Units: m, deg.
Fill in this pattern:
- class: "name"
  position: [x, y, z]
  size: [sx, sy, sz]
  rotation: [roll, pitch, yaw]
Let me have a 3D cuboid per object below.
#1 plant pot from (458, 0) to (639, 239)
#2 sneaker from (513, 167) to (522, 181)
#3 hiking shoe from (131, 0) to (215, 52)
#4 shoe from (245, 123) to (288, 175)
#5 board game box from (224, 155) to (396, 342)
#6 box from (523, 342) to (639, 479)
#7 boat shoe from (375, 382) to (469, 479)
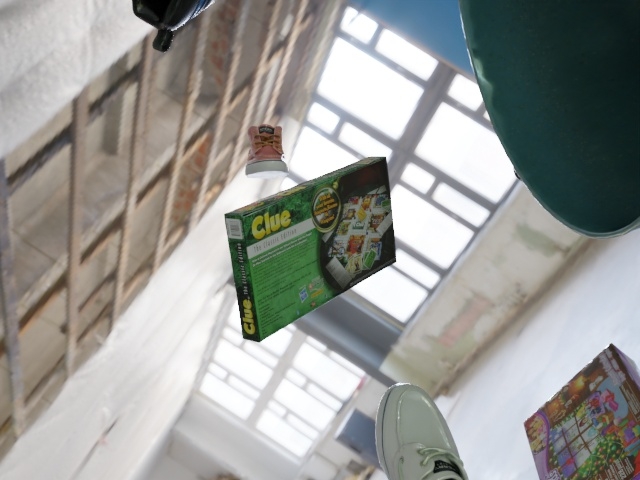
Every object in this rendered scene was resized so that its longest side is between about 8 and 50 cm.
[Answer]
- class: "plant pot"
  position: [0.227, -0.164, 0.511]
  size: [0.196, 0.290, 0.290]
  rotation: [-15, -12, -7]
- class: "sneaker"
  position: [0.375, -0.179, 1.333]
  size: [0.082, 0.069, 0.209]
  rotation: [33, -107, -48]
- class: "hiking shoe"
  position: [-0.141, -0.310, 0.663]
  size: [0.132, 0.113, 0.304]
  rotation: [-60, -35, -31]
- class: "shoe"
  position: [-0.084, -0.137, 1.247]
  size: [0.178, 0.064, 0.081]
  rotation: [-165, 75, -81]
- class: "board game box"
  position: [0.000, 0.000, 0.905]
  size: [0.260, 0.030, 0.136]
  rotation: [-25, -63, -49]
- class: "box"
  position: [0.405, 0.294, 1.199]
  size: [0.201, 0.057, 0.293]
  rotation: [-48, 10, 17]
- class: "boat shoe"
  position: [0.111, 0.230, 0.776]
  size: [0.075, 0.083, 0.226]
  rotation: [116, 148, -50]
